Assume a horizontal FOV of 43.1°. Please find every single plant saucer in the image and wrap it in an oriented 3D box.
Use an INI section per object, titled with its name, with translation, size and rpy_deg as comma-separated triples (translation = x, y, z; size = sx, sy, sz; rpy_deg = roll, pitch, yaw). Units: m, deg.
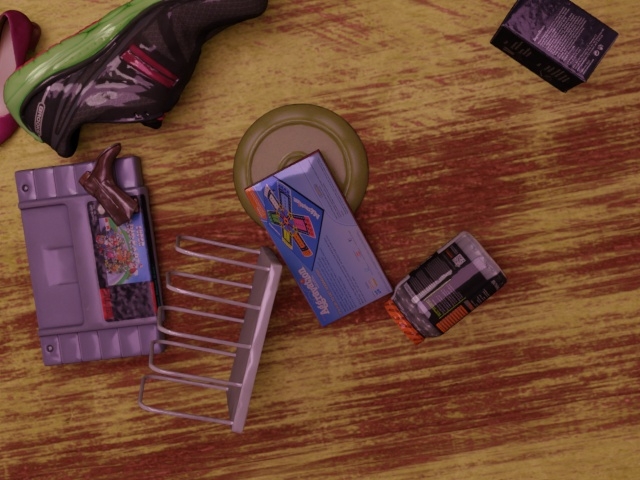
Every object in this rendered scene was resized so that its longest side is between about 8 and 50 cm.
[plant saucer]
translation = -0.036, -0.119, 1.411
size = 0.241, 0.037, 0.241
rpy_deg = 0, 94, 4

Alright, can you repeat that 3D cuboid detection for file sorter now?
[file sorter]
translation = -0.186, 0.141, 1.347
size = 0.173, 0.193, 0.277
rpy_deg = 13, 96, -11

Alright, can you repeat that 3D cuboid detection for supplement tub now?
[supplement tub]
translation = 0.208, 0.083, 1.368
size = 0.190, 0.117, 0.117
rpy_deg = -39, 91, 6

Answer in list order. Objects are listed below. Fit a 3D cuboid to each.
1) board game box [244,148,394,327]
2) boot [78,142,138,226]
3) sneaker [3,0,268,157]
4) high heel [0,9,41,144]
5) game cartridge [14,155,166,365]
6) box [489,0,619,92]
[board game box]
translation = 0.000, 0.000, 1.393
size = 0.145, 0.027, 0.281
rpy_deg = -27, 105, 5
[boot]
translation = -0.343, -0.094, 1.383
size = 0.114, 0.037, 0.106
rpy_deg = 46, 105, 9
[sneaker]
translation = -0.289, -0.301, 1.369
size = 0.483, 0.185, 0.202
rpy_deg = -27, 110, 9
[high heel]
translation = -0.552, -0.275, 1.398
size = 0.082, 0.117, 0.244
rpy_deg = 27, 96, 2
[game cartridge]
translation = -0.405, 0.037, 1.444
size = 0.230, 0.068, 0.355
rpy_deg = -7, 94, 9
[box]
translation = 0.369, -0.324, 1.301
size = 0.158, 0.156, 0.093
rpy_deg = 34, 96, 1
